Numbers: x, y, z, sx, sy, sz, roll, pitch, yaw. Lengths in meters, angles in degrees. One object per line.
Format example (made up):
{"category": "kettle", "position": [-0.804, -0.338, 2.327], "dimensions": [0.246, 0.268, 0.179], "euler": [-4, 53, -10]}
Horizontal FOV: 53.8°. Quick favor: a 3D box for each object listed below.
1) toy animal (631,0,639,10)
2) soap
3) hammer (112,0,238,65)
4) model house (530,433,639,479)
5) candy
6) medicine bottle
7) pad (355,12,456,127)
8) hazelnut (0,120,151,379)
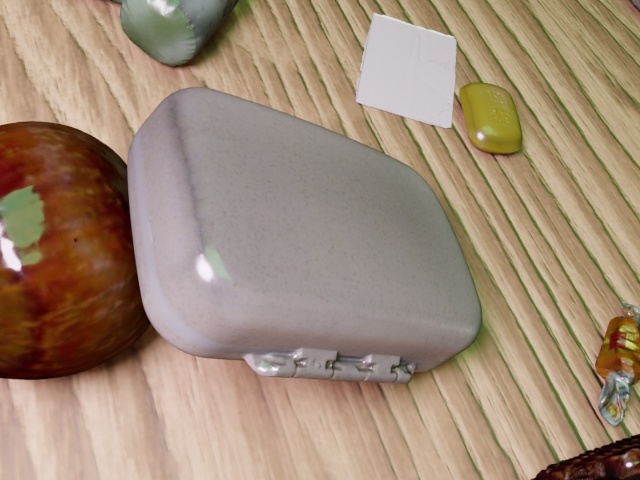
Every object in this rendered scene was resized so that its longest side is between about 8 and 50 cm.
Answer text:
{"category": "toy animal", "position": [0.689, -0.444, 1.226], "dimensions": [0.108, 0.138, 0.236], "euler": [5, 73, -59]}
{"category": "soap", "position": [0.258, -0.188, 0.953], "dimensions": [0.089, 0.045, 0.140], "euler": [8, 55, -15]}
{"category": "hammer", "position": [-0.292, -0.376, 0.903], "dimensions": [0.336, 0.119, 0.206], "euler": [19, 52, 6]}
{"category": "model house", "position": [0.387, 0.248, 0.576], "dimensions": [0.317, 0.297, 0.282], "euler": [-12, 16, -16]}
{"category": "candy", "position": [0.367, 0.138, 0.761], "dimensions": [0.053, 0.046, 0.182], "euler": [33, 52, 6]}
{"category": "medicine bottle", "position": [0.000, 0.000, 0.630], "dimensions": [0.375, 0.123, 0.282], "euler": [13, 48, -40]}
{"category": "pad", "position": [0.142, -0.276, 1.007], "dimensions": [0.156, 0.004, 0.232], "euler": [15, 54, -5]}
{"category": "hazelnut", "position": [-0.241, 0.012, 0.571], "dimensions": [0.218, 0.234, 0.218], "euler": [-7, 24, 3]}
